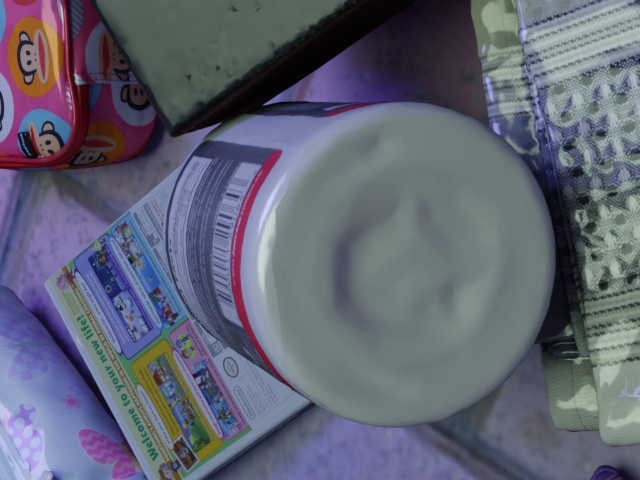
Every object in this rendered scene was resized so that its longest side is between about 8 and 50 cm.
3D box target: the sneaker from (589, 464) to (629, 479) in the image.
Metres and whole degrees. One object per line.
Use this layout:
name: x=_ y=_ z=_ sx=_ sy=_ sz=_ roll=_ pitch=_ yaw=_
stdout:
sneaker: x=0.141 y=0.204 z=0.908 sx=0.170 sy=0.068 sz=0.071 roll=-38 pitch=52 yaw=24

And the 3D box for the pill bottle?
pill bottle: x=0.000 y=0.000 z=0.874 sx=0.318 sy=0.176 sz=0.176 roll=-162 pitch=77 yaw=-71

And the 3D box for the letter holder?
letter holder: x=0.022 y=-0.219 z=0.914 sx=0.302 sy=0.214 sz=0.152 roll=-32 pitch=87 yaw=25

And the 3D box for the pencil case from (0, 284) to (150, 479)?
pencil case: x=-0.248 y=0.159 z=1.179 sx=0.273 sy=0.124 sz=0.113 roll=48 pitch=127 yaw=30

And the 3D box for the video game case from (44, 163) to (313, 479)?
video game case: x=-0.105 y=0.069 z=1.095 sx=0.193 sy=0.023 sz=0.212 roll=-38 pitch=75 yaw=25

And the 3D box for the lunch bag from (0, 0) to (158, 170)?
lunch bag: x=-0.256 y=-0.206 z=1.191 sx=0.258 sy=0.120 sz=0.293 roll=2 pitch=96 yaw=43

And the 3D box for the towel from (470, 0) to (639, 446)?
towel: x=0.224 y=-0.059 z=0.740 sx=0.324 sy=0.056 sz=0.312 roll=-16 pitch=79 yaw=40
